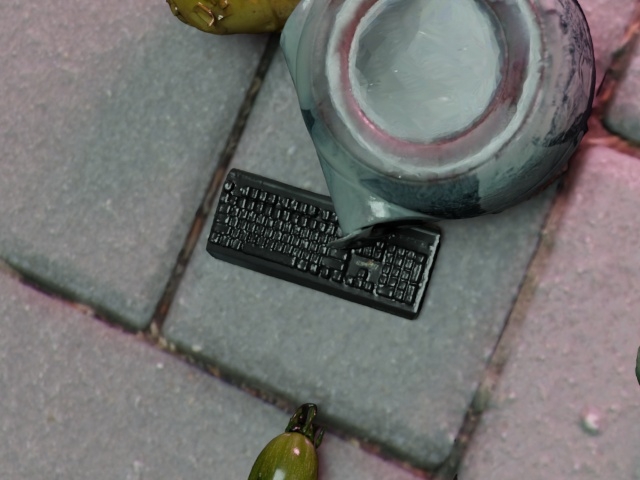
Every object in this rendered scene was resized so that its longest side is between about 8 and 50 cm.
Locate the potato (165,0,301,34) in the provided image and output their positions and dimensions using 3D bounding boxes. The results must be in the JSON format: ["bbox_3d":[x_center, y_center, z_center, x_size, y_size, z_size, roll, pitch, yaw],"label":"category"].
[{"bbox_3d":[-0.013,-0.296,1.486,0.300,0.140,0.173,-38,75,4],"label":"potato"}]

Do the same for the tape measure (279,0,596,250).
[{"bbox_3d":[0.103,-0.143,1.400,0.275,0.147,0.256,-21,81,17],"label":"tape measure"}]

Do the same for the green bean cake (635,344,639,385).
[{"bbox_3d":[0.387,0.069,1.256,0.222,0.125,0.227,31,92,27],"label":"green bean cake"}]

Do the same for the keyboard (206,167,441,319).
[{"bbox_3d":[0.000,0.000,1.493,0.230,0.025,0.094,16,90,25],"label":"keyboard"}]

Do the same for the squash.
[{"bbox_3d":[-0.044,0.303,1.432,0.080,0.071,0.319,-1,81,23],"label":"squash"}]
